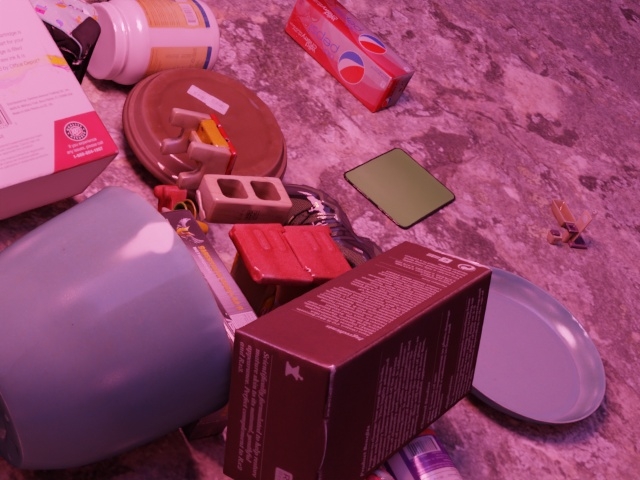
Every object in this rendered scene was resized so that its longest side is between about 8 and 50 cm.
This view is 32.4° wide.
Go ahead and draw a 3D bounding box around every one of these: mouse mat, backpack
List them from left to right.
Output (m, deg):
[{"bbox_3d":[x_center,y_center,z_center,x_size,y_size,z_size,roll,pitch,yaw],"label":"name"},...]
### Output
[{"bbox_3d":[-0.442,-0.312,1.687,0.188,0.166,0.144,25,42,-8],"label":"backpack"},{"bbox_3d":[0.143,-0.096,1.959,0.152,0.007,0.189,43,40,16],"label":"mouse mat"}]

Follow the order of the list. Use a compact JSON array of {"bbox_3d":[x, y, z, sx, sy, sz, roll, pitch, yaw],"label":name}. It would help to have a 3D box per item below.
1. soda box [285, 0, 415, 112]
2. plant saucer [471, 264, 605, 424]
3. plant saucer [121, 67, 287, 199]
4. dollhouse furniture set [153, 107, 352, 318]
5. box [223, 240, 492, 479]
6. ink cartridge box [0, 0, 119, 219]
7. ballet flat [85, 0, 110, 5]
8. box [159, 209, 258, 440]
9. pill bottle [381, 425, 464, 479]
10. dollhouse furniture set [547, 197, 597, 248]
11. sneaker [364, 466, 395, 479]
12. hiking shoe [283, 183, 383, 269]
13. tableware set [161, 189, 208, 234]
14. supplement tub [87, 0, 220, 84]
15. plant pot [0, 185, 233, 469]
[{"bbox_3d":[0.054,-0.371,2.141,0.263,0.092,0.083,44,41,18],"label":"soda box"},{"bbox_3d":[0.301,0.168,1.734,0.317,0.044,0.318,17,39,-15],"label":"plant saucer"},{"bbox_3d":[-0.175,-0.175,1.743,0.277,0.041,0.278,16,48,-18],"label":"plant saucer"},{"bbox_3d":[-0.111,0.007,1.532,0.152,0.201,0.374,2,39,-31],"label":"dollhouse furniture set"},{"bbox_3d":[0.054,0.150,1.321,0.143,0.191,0.381,18,24,28],"label":"box"},{"bbox_3d":[-0.452,-0.190,1.485,0.226,0.131,0.306,-24,78,-45],"label":"ink cartridge box"},{"bbox_3d":[-0.456,-0.435,1.898,0.231,0.077,0.077,3,49,-33],"label":"ballet flat"},{"bbox_3d":[-0.165,0.106,1.386,0.056,0.183,0.231,-9,51,-38],"label":"box"},{"bbox_3d":[0.138,0.335,1.384,0.108,0.108,0.193,-3,49,-36],"label":"pill bottle"},{"bbox_3d":[0.462,-0.056,2.059,0.091,0.081,0.114,7,43,-27],"label":"dollhouse furniture set"},{"bbox_3d":[0.044,0.299,1.340,0.116,0.136,0.314,-5,49,-37],"label":"sneaker"},{"bbox_3d":[0.000,0.000,1.691,0.227,0.086,0.114,39,35,10],"label":"hiking shoe"},{"bbox_3d":[-0.202,0.007,1.487,0.024,0.154,0.104,9,57,-40],"label":"tableware set"},{"bbox_3d":[-0.285,-0.333,1.834,0.199,0.144,0.144,-9,52,-40],"label":"supplement tub"},{"bbox_3d":[-0.277,0.119,1.232,0.235,0.293,0.293,-29,64,-30],"label":"plant pot"}]
